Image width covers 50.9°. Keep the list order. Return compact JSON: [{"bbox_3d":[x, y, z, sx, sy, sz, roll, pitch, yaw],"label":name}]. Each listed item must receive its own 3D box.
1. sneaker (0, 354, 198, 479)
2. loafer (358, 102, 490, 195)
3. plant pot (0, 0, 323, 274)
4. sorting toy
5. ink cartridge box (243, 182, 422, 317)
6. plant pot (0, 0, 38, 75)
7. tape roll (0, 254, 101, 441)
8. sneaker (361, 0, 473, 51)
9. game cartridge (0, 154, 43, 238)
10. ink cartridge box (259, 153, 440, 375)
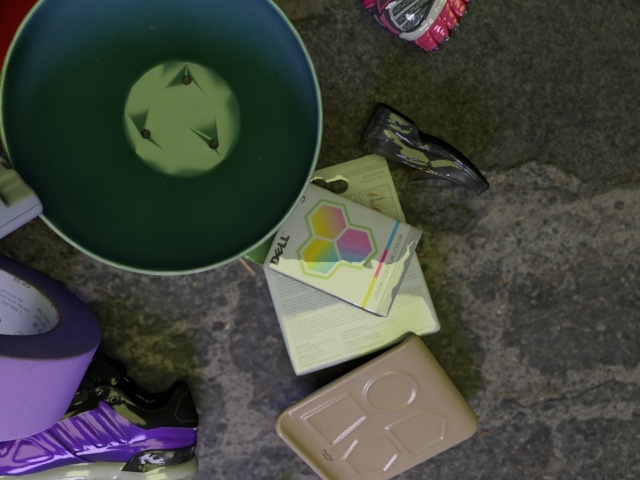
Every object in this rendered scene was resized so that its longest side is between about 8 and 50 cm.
[{"bbox_3d":[-0.290,0.208,0.804,0.293,0.102,0.146,4,96,-12],"label":"sneaker"},{"bbox_3d":[0.126,-0.098,0.817,0.170,0.062,0.061,32,108,-4],"label":"loafer"},{"bbox_3d":[-0.153,-0.127,0.704,0.290,0.195,0.290,-1,100,-7],"label":"plant pot"},{"bbox_3d":[0.074,0.227,0.852,0.208,0.038,0.193,-33,120,7],"label":"sorting toy"},{"bbox_3d":[0.000,0.000,0.783,0.209,0.062,0.109,24,84,1],"label":"ink cartridge box"},{"bbox_3d":[-0.327,-0.324,0.627,0.275,0.275,0.243,-45,92,2],"label":"plant pot"},{"bbox_3d":[-0.369,0.085,0.676,0.274,0.275,0.090,26,97,-11],"label":"tape roll"},{"bbox_3d":[0.152,-0.367,0.737,0.112,0.121,0.299,25,97,-8],"label":"sneaker"},{"bbox_3d":[-0.405,-0.055,0.587,0.297,0.062,0.198,37,65,28],"label":"game cartridge"},{"bbox_3d":[0.026,0.029,0.839,0.189,0.066,0.232,-17,81,-3],"label":"ink cartridge box"}]
